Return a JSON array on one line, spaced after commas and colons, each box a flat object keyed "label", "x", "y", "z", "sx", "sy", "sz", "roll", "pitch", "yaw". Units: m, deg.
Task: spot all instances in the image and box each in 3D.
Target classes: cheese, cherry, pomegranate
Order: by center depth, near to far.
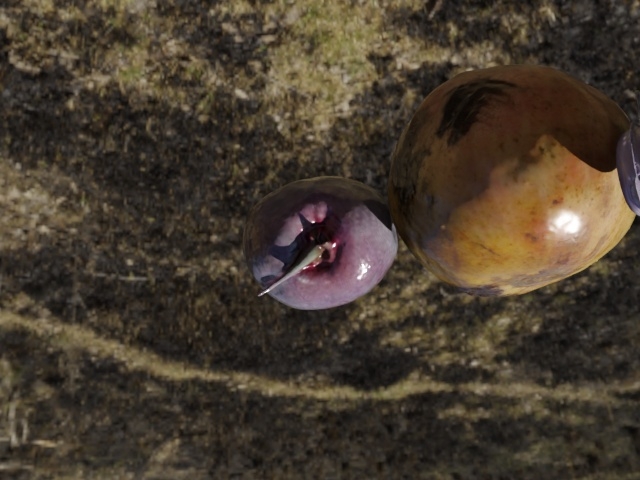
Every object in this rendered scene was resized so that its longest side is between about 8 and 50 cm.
[{"label": "cheese", "x": 0.340, "y": -0.083, "z": 0.821, "sx": 0.042, "sy": 0.191, "sz": 0.105, "roll": -12, "pitch": 113, "yaw": 33}, {"label": "pomegranate", "x": 0.236, "y": -0.073, "z": 0.986, "sx": 0.322, "sy": 0.322, "sz": 0.322, "roll": -4, "pitch": 152, "yaw": -2}, {"label": "cherry", "x": 0.000, "y": 0.000, "z": 1.100, "sx": 0.213, "sy": 0.266, "sz": 0.183, "roll": -3, "pitch": 108, "yaw": 1}]
